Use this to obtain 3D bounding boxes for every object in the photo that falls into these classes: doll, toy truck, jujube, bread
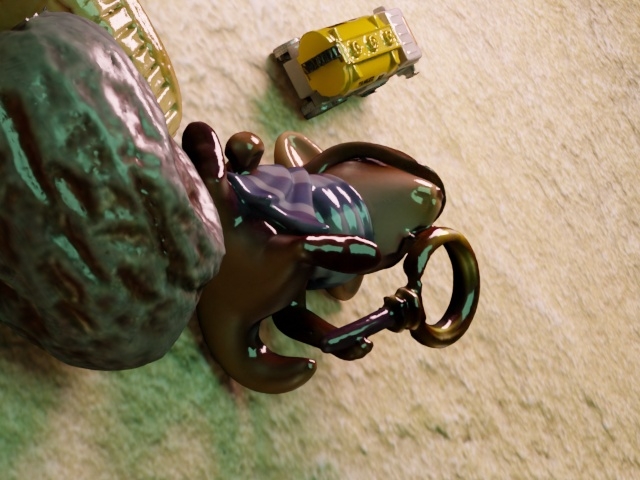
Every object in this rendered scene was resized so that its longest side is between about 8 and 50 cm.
[{"bbox_3d":[0.003,-0.001,1.685,0.340,0.209,0.318,-26,94,-59],"label":"doll"},{"bbox_3d":[0.039,-0.219,1.964,0.227,0.114,0.098,-28,92,-57],"label":"toy truck"},{"bbox_3d":[-0.214,-0.033,1.400,0.308,0.215,0.246,62,1,-7],"label":"jujube"},{"bbox_3d":[-0.226,-0.176,1.541,0.236,0.140,0.106,60,30,-12],"label":"bread"}]
